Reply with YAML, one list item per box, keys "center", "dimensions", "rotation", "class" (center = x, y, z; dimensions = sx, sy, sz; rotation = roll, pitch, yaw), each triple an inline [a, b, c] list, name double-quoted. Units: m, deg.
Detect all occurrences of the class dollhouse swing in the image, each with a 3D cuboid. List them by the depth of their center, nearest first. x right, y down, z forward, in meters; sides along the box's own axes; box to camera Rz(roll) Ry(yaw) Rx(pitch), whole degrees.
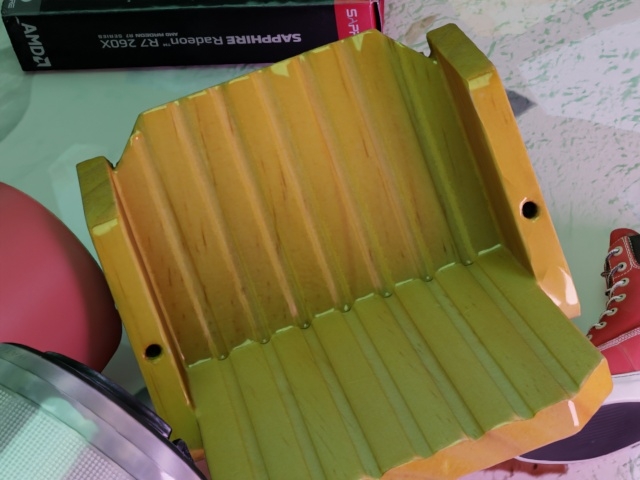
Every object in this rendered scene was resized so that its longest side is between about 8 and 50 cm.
- center: [0.012, 0.013, 1.222]
  dimensions: [0.347, 0.305, 0.315]
  rotation: [-20, 95, -3]
  class: "dollhouse swing"

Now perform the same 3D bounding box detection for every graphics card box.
- center: [-0.119, -0.287, 1.616]
  dimensions: [0.371, 0.094, 0.232]
  rotation: [-1, 56, 6]
  class: "graphics card box"

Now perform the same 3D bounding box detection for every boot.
- center: [0.232, 0.078, 1.326]
  dimensions: [0.244, 0.088, 0.176]
  rotation: [-15, 54, -13]
  class: "boot"

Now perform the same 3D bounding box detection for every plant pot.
- center: [-0.308, 0.095, 1.289]
  dimensions: [0.275, 0.275, 0.243]
  rotation: [28, 53, 24]
  class: "plant pot"

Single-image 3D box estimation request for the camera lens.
- center: [-0.213, 0.222, 1.055]
  dimensions: [0.219, 0.219, 0.274]
  rotation: [27, 67, 23]
  class: "camera lens"
